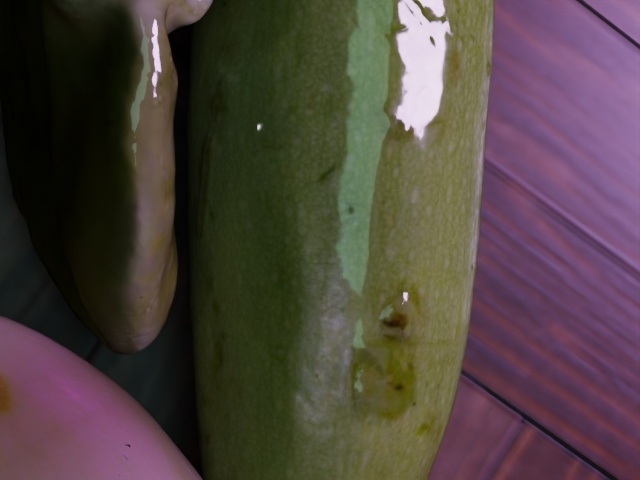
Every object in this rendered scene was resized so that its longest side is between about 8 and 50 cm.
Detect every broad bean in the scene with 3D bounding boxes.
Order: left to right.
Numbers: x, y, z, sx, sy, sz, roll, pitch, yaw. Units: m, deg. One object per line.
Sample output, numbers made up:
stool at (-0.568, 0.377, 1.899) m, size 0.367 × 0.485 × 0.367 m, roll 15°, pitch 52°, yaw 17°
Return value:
broad bean at (-0.081, -0.068, 0.511) m, size 0.072 × 0.153 × 0.207 m, roll 5°, pitch 104°, yaw -24°

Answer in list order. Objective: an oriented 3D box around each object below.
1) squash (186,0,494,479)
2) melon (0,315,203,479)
squash at (0.005, -0.001, 0.542) m, size 0.118 × 0.118 × 0.371 m, roll 4°, pitch 88°, yaw -13°
melon at (-0.109, 0.166, 0.453) m, size 0.223 × 0.223 × 0.317 m, roll -30°, pitch 89°, yaw -13°
